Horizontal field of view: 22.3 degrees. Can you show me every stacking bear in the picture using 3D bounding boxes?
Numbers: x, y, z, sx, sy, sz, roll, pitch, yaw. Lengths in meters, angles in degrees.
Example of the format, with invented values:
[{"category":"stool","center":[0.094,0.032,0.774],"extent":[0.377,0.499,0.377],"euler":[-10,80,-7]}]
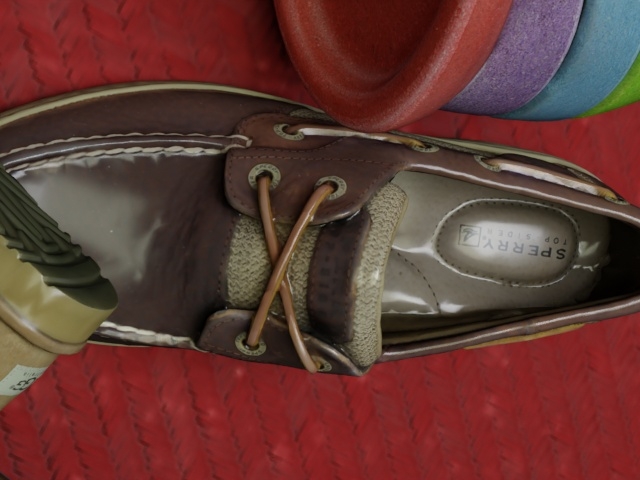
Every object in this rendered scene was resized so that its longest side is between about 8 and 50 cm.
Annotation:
[{"category":"stacking bear","center":[0.137,-0.139,0.731],"extent":[0.289,0.175,0.164],"euler":[-8,126,-29]}]

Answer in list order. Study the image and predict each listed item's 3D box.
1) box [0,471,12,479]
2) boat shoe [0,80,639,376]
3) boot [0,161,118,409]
[{"category":"box","center":[-0.083,0.232,0.663],"extent":[0.262,0.231,0.127],"euler":[44,83,-20]},{"category":"boat shoe","center":[0.000,0.000,0.713],"extent":[0.342,0.123,0.123],"euler":[6,96,-20]},{"category":"boot","center":[-0.243,0.044,0.639],"extent":[0.269,0.089,0.236],"euler":[-45,74,9]}]
